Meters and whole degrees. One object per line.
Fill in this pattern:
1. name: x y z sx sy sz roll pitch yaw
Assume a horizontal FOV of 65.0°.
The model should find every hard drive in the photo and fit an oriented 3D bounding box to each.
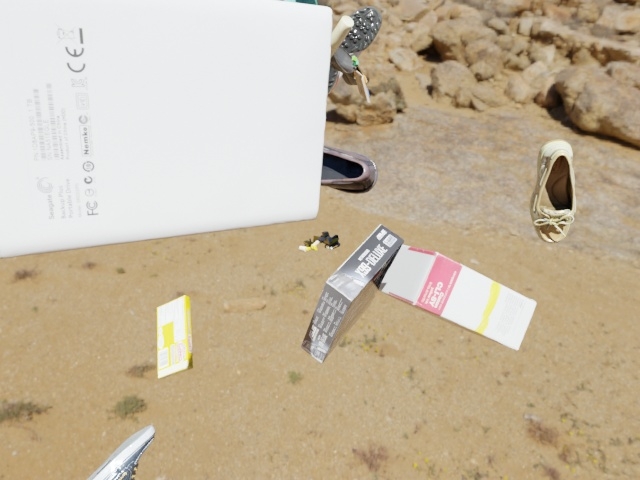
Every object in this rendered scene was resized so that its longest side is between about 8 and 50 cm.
1. hard drive: -0.156 -0.115 0.481 0.353 0.233 0.047 -8 25 -30

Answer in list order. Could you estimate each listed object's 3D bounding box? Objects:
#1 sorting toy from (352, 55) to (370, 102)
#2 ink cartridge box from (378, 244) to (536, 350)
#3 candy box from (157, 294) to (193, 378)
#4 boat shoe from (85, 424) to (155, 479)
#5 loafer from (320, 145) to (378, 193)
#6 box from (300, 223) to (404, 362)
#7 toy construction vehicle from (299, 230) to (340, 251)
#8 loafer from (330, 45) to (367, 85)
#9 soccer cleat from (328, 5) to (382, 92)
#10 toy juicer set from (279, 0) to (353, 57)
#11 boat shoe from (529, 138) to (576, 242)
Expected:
1. sorting toy: 0.079 -0.314 0.975 0.012 0.083 0.062 -22 40 0
2. ink cartridge box: 0.389 0.162 1.491 0.385 0.160 0.279 25 -4 -20
3. candy box: -0.397 0.260 1.364 0.105 0.027 0.206 -22 59 18
4. boat shoe: -0.383 0.457 0.987 0.183 0.083 0.065 -43 10 -30
5. loafer: -0.037 -0.158 1.001 0.303 0.109 0.095 10 2 11
6. box: 0.075 0.139 1.257 0.076 0.307 0.242 35 51 14
7. toy construction vehicle: 0.000 0.000 1.244 0.098 0.035 0.086 -21 20 -33
8. loafer: 0.079 -0.501 1.429 0.061 0.062 0.170 23 -2 35
9. soccer cleat: 0.070 -0.588 1.575 0.109 0.318 0.116 37 17 -7
10. toy juicer set: -0.046 -0.510 1.066 0.209 0.089 0.329 -17 -38 41
11. boat shoe: 0.589 -0.108 1.274 0.105 0.285 0.089 -4 29 18
